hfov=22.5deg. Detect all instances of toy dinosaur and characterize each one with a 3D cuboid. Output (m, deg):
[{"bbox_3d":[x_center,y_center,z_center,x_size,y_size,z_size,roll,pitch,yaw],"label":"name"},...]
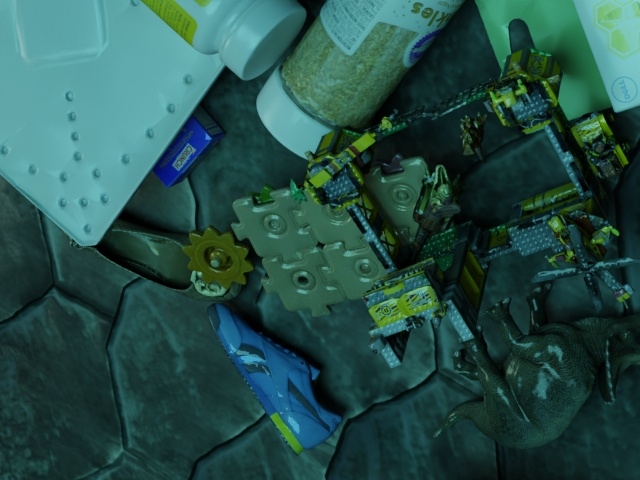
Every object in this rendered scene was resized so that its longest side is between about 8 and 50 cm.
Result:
[{"bbox_3d":[0.221,0.152,1.705,0.313,0.121,0.160,-42,71,27],"label":"toy dinosaur"}]

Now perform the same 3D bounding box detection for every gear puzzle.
[{"bbox_3d":[0.000,0.000,1.791,0.339,0.044,0.175,-12,120,27],"label":"gear puzzle"}]

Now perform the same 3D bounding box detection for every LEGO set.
[{"bbox_3d":[0.134,-0.022,1.576,0.331,0.192,0.255,-14,116,21],"label":"LEGO set"}]

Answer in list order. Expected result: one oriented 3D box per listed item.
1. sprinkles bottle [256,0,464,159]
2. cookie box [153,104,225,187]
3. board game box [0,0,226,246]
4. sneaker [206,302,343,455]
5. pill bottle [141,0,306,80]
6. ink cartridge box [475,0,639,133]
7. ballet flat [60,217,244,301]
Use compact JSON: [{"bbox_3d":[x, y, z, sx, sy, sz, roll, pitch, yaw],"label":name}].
[{"bbox_3d":[0.072,-0.240,1.651,0.121,0.121,0.355,43,120,9],"label":"sprinkles bottle"},{"bbox_3d":[-0.178,-0.131,1.862,0.107,0.040,0.092,49,119,6],"label":"cookie box"},{"bbox_3d":[-0.287,-0.260,1.828,0.390,0.050,0.390,41,107,10],"label":"board game box"},{"bbox_3d":[-0.053,0.149,1.886,0.082,0.069,0.209,-36,78,-1],"label":"sneaker"},{"bbox_3d":[-0.123,-0.271,1.680,0.208,0.119,0.119,43,120,10],"label":"pill bottle"},{"bbox_3d":[0.273,-0.210,1.599,0.235,0.056,0.171,-18,98,29],"label":"ink cartridge box"},{"bbox_3d":[-0.206,0.016,1.915,0.250,0.058,0.084,22,116,20],"label":"ballet flat"}]
